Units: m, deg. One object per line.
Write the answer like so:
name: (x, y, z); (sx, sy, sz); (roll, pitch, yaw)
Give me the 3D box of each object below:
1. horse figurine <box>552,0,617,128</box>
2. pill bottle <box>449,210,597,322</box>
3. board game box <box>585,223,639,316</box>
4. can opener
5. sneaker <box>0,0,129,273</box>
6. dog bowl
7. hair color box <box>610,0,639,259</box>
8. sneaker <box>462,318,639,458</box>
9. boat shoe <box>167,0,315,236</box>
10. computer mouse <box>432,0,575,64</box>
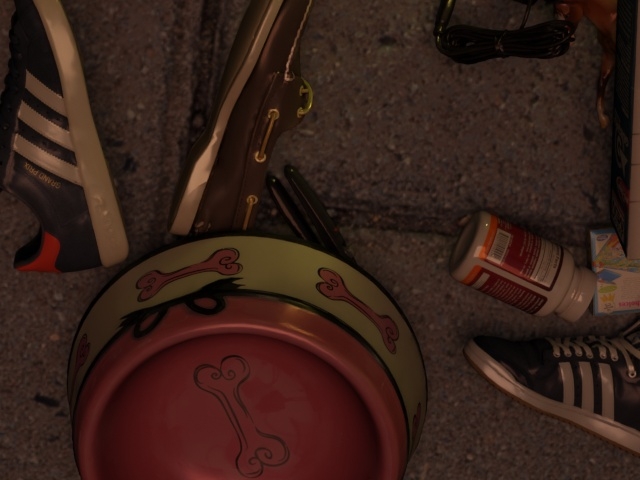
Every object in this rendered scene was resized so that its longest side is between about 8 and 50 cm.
horse figurine: (0.389, -0.227, 1.724); (0.263, 0.066, 0.174); (-15, 109, 2)
pill bottle: (0.228, 0.034, 1.761); (0.152, 0.086, 0.086); (25, 100, -9)
board game box: (0.384, 0.028, 1.800); (0.154, 0.026, 0.103); (-5, 103, -3)
can opener: (0.000, 0.000, 1.754); (0.059, 0.073, 0.186); (-24, 94, 10)
sneaker: (-0.312, -0.125, 1.665); (0.148, 0.131, 0.350); (-14, 104, -5)
dog bowl: (-0.084, 0.203, 1.706); (0.408, 0.150, 0.408); (1, 115, 2)
hair color box: (0.403, -0.158, 1.664); (0.174, 0.105, 0.347); (-3, 117, -1)
sneaker: (0.309, 0.133, 1.781); (0.282, 0.099, 0.153); (26, 105, -16)
boat shoe: (-0.067, -0.141, 1.690); (0.096, 0.116, 0.324); (20, 105, -13)
computer mouse: (0.222, -0.291, 1.683); (0.060, 0.184, 0.262); (38, 60, -44)
